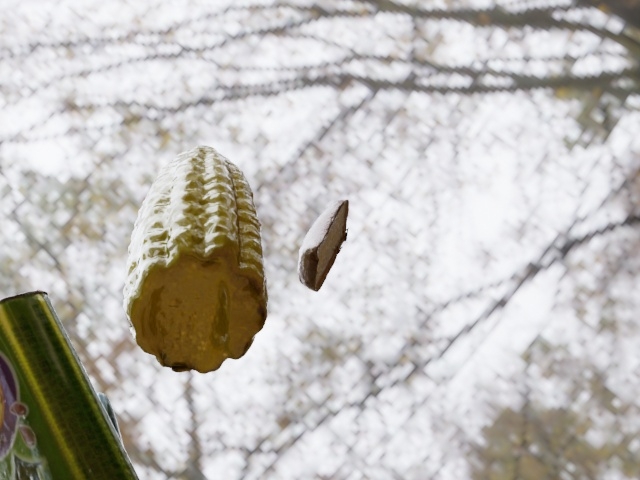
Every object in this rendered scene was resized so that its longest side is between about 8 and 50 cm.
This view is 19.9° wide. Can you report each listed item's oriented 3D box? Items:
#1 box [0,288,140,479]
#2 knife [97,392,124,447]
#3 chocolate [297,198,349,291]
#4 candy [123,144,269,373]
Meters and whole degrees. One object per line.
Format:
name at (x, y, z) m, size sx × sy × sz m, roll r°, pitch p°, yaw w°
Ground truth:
box at (-0.213, 0.222, 1.592) m, size 0.097 × 0.346 × 0.134 m, roll -11°, pitch -28°, yaw -42°
knife at (-0.186, 0.243, 1.695) m, size 0.031 × 0.222 × 0.064 m, roll -14°, pitch -29°, yaw -7°
chocolate at (0.000, 0.000, 1.763) m, size 0.064 × 0.031 × 0.101 m, roll 96°, pitch -164°, yaw -45°
candy at (-0.088, -0.003, 1.290) m, size 0.094 × 0.199 × 0.106 m, roll 19°, pitch -58°, yaw -17°
